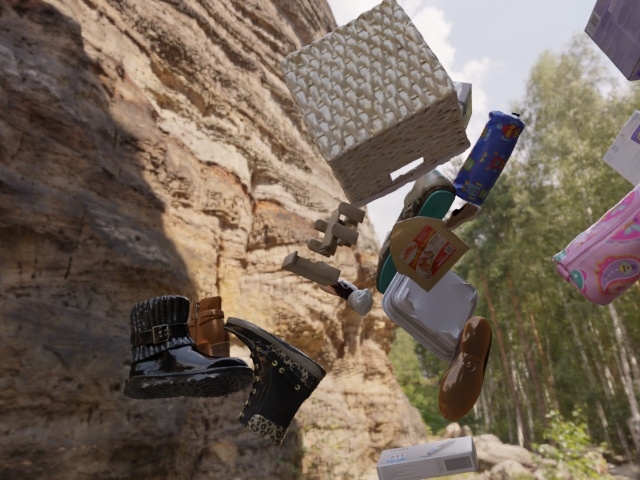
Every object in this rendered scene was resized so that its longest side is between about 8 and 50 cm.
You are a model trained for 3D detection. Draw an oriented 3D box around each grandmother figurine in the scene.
[{"bbox_3d":[0.088,0.183,1.853,0.207,0.104,0.342,21,5,-27],"label":"grandmother figurine"}]

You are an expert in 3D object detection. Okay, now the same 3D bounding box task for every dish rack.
[{"bbox_3d":[0.360,0.180,1.575,0.285,0.333,0.072,40,-45,1],"label":"dish rack"}]

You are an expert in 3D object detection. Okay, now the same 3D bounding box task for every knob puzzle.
[{"bbox_3d":[0.278,0.018,1.399,0.213,0.213,0.030,-15,5,19],"label":"knob puzzle"}]

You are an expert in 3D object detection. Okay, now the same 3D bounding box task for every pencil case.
[{"bbox_3d":[0.511,-0.026,0.807,0.124,0.124,0.284,19,-59,-35],"label":"pencil case"},{"bbox_3d":[0.526,-0.267,1.610,0.119,0.133,0.306,10,-64,-27],"label":"pencil case"}]

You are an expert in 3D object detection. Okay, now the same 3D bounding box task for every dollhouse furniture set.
[{"bbox_3d":[0.000,0.000,1.611,0.160,0.242,0.212,24,-20,-16],"label":"dollhouse furniture set"}]

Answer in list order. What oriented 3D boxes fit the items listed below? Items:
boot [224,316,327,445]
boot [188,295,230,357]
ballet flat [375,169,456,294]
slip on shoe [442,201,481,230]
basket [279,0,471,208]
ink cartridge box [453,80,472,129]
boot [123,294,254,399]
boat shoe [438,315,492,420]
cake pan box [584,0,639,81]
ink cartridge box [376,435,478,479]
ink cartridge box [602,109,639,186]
[{"bbox_3d":[-0.128,0.276,1.018,0.236,0.179,0.085,29,-14,11],"label":"boot"},{"bbox_3d":[-0.389,0.295,1.561,0.283,0.220,0.109,-20,-16,39],"label":"boot"},{"bbox_3d":[0.305,-0.033,1.730,0.163,0.182,0.483,8,-54,-19],"label":"ballet flat"},{"bbox_3d":[0.348,-0.062,1.285,0.041,0.051,0.135,36,-21,-11],"label":"slip on shoe"},{"bbox_3d":[0.126,-0.316,1.185,0.328,0.331,0.266,-28,-25,9],"label":"basket"},{"bbox_3d":[0.421,-0.388,1.616,0.082,0.191,0.140,15,-25,25],"label":"ink cartridge box"},{"bbox_3d":[-0.349,0.273,1.354,0.347,0.260,0.131,-2,-34,-2],"label":"boot"},{"bbox_3d":[0.284,0.251,0.981,0.073,0.207,0.073,21,-18,21],"label":"boat shoe"},{"bbox_3d":[0.781,-0.569,1.256,0.070,0.246,0.267,-6,-39,-4],"label":"cake pan box"},{"bbox_3d":[0.344,0.679,1.616,0.296,0.066,0.261,-16,-7,15],"label":"ink cartridge box"},{"bbox_3d":[0.879,-0.228,1.350,0.065,0.333,0.165,24,-62,-2],"label":"ink cartridge box"}]
